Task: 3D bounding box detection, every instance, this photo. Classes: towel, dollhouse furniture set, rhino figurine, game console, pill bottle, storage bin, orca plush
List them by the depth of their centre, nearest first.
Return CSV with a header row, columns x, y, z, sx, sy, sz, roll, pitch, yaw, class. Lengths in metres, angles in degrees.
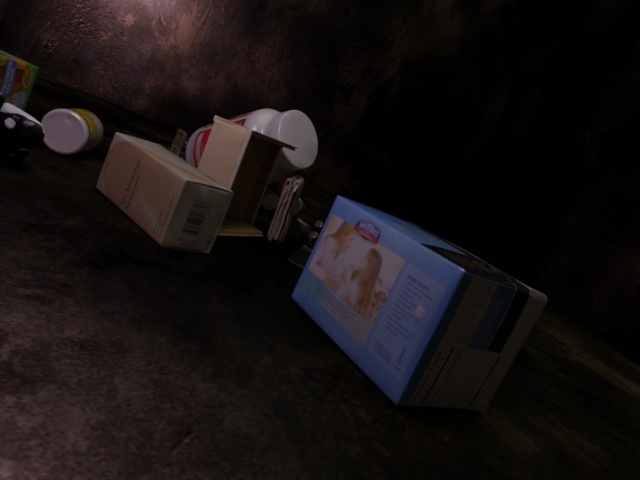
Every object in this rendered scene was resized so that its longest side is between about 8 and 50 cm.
x,y,z,sx,sy,sz,roll,pitch,yaw,class
-0.702,-0.239,1.041,0.287,0.151,0.102,30,42,13,orca plush
-0.014,0.070,1.308,0.122,0.071,0.107,29,-19,22,game console
-0.199,-0.153,1.311,0.123,0.262,0.260,26,10,23,storage bin
-0.664,-0.299,1.387,0.118,0.117,0.208,22,11,-12,pill bottle
-0.094,-0.095,1.474,0.049,0.187,0.282,21,10,-2,towel
0.000,0.000,1.492,0.243,0.073,0.106,30,-25,32,rhino figurine
-0.217,-0.284,1.610,0.408,0.229,0.229,-4,-11,39,pill bottle
-0.215,-0.165,1.865,0.078,0.078,0.137,15,14,-42,pill bottle
-0.477,-0.333,1.973,0.129,0.129,0.184,13,15,-47,dollhouse furniture set

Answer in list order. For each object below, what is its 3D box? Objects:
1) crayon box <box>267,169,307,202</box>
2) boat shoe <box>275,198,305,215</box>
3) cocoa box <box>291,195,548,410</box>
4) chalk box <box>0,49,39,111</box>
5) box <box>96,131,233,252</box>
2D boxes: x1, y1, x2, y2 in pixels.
x,y,z,sx,sy,sz,roll,pitch,yaw,class
-0.180,-0.275,1.844,0.318,0.081,0.202,46,-21,19,crayon box
-0.192,-0.190,1.983,0.305,0.109,0.091,33,11,14,boat shoe
0.152,0.100,0.899,0.228,0.231,0.347,16,13,-37,cocoa box
-0.857,-0.402,1.284,0.179,0.180,0.289,24,11,-1,chalk box
-0.337,-0.106,1.079,0.311,0.148,0.121,30,12,38,box
